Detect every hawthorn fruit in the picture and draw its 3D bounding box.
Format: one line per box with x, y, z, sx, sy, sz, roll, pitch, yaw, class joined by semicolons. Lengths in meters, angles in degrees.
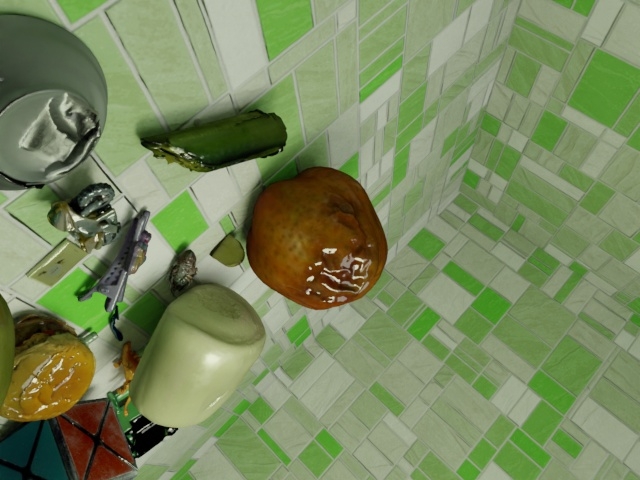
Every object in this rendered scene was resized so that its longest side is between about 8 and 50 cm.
0.000;0.000;1.566;0.472;0.472;0.472;-41;157;-22;hawthorn fruit

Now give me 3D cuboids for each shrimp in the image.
-0.405;0.101;1.426;0.190;0.075;0.073;-51;-166;31;shrimp

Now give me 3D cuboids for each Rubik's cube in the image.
-0.711;0.617;1.349;0.260;0.259;0.255;-37;159;7;Rubik's cube

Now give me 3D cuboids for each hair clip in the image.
-0.473;0.057;1.191;0.278;0.090;0.137;-51;-167;10;hair clip

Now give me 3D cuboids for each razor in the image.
-0.575;0.242;1.377;0.028;0.044;0.154;-5;142;-20;razor

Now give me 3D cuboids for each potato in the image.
-0.277;0.047;1.538;0.096;0.103;0.066;-47;156;-3;potato

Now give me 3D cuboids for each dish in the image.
-0.461;-0.185;0.781;0.316;0.106;0.316;-42;157;-22;dish

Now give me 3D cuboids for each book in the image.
-0.574;0.052;1.074;0.111;0.014;0.077;-46;158;-11;book

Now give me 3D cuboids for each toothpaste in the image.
-0.678;0.310;1.270;0.216;0.037;0.062;-38;156;-20;toothpaste

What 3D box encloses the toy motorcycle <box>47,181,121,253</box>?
-0.485;-0.039;1.013;0.130;0.094;0.229;-32;166;-29;toy motorcycle

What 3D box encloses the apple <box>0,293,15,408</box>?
-0.643;0.190;0.717;0.357;0.357;0.357;-41;157;-22;apple

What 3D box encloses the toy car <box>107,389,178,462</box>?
-0.632;0.636;1.730;0.213;0.176;0.359;-32;157;-35;toy car

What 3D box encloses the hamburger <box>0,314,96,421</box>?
-0.650;0.297;1.126;0.244;0.163;0.244;-39;156;-22;hamburger

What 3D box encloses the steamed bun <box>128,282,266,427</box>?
-0.359;0.359;1.516;0.371;0.290;0.456;-59;178;11;steamed bun

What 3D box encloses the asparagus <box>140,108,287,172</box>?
-0.243;-0.224;1.156;0.382;0.108;0.128;-27;150;-42;asparagus

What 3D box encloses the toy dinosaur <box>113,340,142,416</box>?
-0.589;0.430;1.555;0.117;0.070;0.288;-34;136;-53;toy dinosaur
